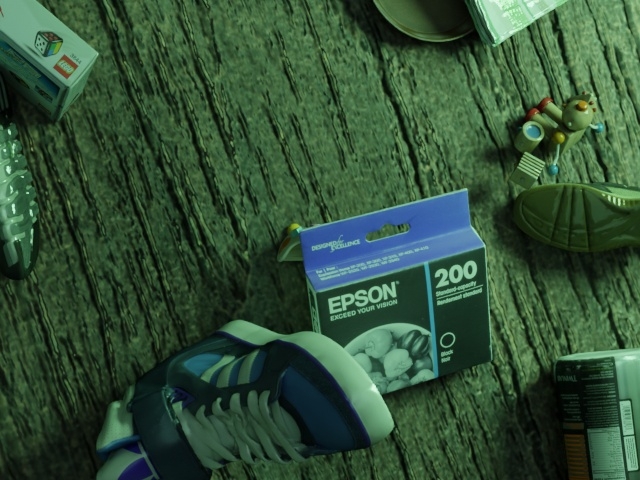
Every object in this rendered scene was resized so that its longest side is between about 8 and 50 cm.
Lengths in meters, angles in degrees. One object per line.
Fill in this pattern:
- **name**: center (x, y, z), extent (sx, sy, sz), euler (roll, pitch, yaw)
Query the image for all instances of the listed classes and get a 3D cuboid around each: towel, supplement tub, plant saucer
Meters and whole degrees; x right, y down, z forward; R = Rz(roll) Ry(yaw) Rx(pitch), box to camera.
- **towel**: center (0.229, -0.308, 1.529), extent (0.152, 0.023, 0.113), euler (-33, 105, -29)
- **supplement tub**: center (0.336, 0.224, 1.486), extent (0.117, 0.117, 0.190), euler (-5, 87, -16)
- **plant saucer**: center (0.128, -0.315, 1.523), extent (0.168, 0.029, 0.168), euler (1, 85, -15)

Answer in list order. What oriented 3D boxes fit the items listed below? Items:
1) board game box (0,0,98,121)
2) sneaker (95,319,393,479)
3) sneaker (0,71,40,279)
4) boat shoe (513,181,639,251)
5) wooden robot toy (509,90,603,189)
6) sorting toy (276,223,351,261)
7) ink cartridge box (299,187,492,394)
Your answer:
- **board game box**: center (-0.364, -0.249, 1.294), extent (0.305, 0.193, 0.053), euler (41, 77, -9)
- **sneaker**: center (-0.098, 0.194, 1.265), extent (0.236, 0.323, 0.130), euler (-36, 113, -23)
- **sneaker**: center (-0.377, -0.064, 1.344), extent (0.132, 0.086, 0.228), euler (-9, 98, 6)
- **boat shoe**: center (0.340, -0.029, 1.535), extent (0.224, 0.073, 0.080), euler (3, 99, 4)
- **wooden robot toy**: center (0.282, -0.140, 1.511), extent (0.076, 0.079, 0.173), euler (44, 63, 11)
- **sorting toy**: center (0.000, 0.000, 1.434), extent (0.083, 0.075, 0.045), euler (0, 85, -16)
- **ink cartridge box**: center (0.088, 0.065, 1.428), extent (0.206, 0.045, 0.208), euler (-15, 114, -16)
